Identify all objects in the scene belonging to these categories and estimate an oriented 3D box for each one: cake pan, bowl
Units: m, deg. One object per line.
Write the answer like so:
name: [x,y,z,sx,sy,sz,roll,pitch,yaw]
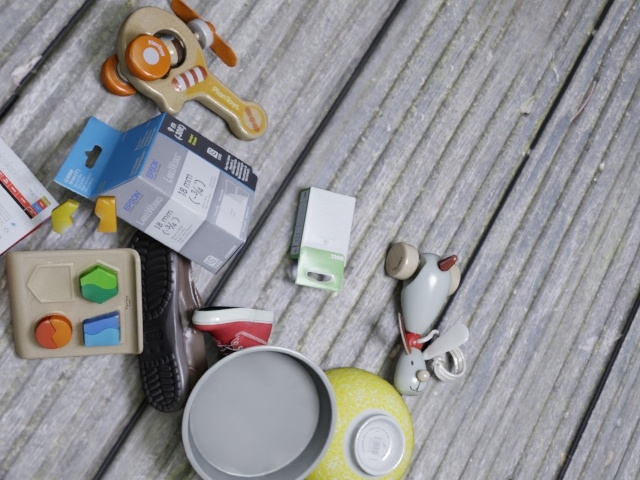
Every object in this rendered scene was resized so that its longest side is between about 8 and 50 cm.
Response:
cake pan: [-0.115,0.331,1.463,0.293,0.054,0.293,-3,100,-17]
bowl: [0.084,0.405,1.586,0.289,0.156,0.290,2,84,-24]

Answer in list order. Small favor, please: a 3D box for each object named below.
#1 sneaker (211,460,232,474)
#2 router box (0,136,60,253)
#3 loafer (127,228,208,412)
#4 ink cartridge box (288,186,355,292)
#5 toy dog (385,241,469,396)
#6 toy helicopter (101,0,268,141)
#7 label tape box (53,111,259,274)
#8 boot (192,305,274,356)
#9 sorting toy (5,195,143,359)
sneaker: [-0.200,0.388,1.531,0.073,0.063,0.162,-14,82,-31]
router box: [-0.673,-0.090,1.328,0.301,0.082,0.335,-45,104,-31]
loafer: [-0.286,0.138,1.504,0.130,0.133,0.366,2,82,-60]
ink cartridge box: [0.000,0.000,1.666,0.109,0.062,0.209,13,80,-23]
toy dog: [0.240,0.155,1.690,0.220,0.161,0.334,-5,79,-29]
toy helicopter: [-0.242,-0.334,1.575,0.355,0.140,0.235,36,62,-29]
label tape box: [-0.287,-0.119,1.455,0.333,0.106,0.241,32,32,-20]
boot: [-0.167,0.214,1.500,0.244,0.088,0.176,19,75,-64]
sorting toy: [-0.431,0.073,1.371,0.229,0.041,0.307,0,113,-9]
